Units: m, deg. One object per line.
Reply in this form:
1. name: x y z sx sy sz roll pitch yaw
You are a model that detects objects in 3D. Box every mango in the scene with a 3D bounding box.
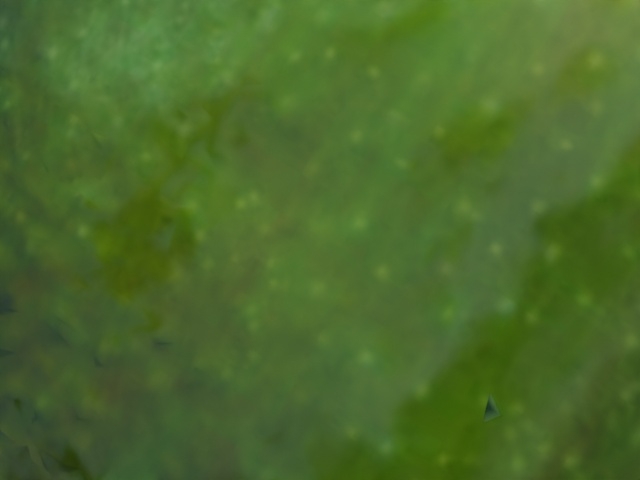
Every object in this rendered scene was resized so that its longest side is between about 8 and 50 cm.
1. mango: 0.000 0.000 0.406 0.382 0.225 0.201 -57 4 -2
